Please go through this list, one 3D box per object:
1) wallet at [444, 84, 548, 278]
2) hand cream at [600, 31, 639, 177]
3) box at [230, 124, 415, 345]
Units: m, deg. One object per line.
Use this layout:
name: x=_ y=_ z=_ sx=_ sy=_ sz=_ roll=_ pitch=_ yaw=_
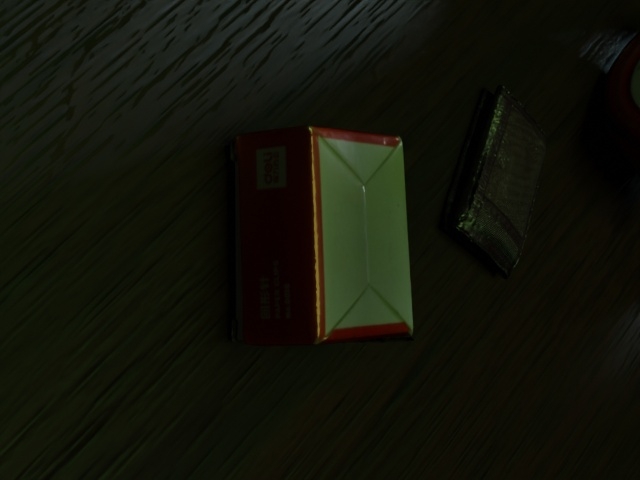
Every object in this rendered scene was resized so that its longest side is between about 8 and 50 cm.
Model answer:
wallet: x=0.181 y=-0.058 z=1.485 sx=0.111 sy=0.030 sz=0.166 roll=36 pitch=63 yaw=-38
hand cream: x=0.427 y=-0.143 z=1.608 sx=0.149 sy=0.230 sz=0.230 roll=47 pitch=57 yaw=-35
box: x=0.000 y=0.000 z=1.248 sx=0.133 sy=0.099 sz=0.182 roll=-2 pitch=88 yaw=-49
